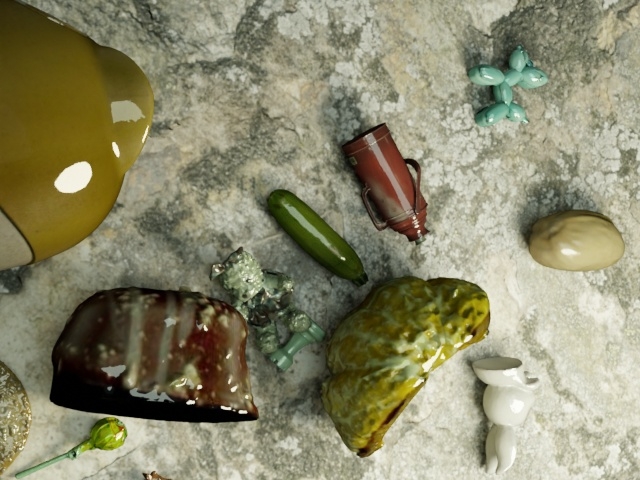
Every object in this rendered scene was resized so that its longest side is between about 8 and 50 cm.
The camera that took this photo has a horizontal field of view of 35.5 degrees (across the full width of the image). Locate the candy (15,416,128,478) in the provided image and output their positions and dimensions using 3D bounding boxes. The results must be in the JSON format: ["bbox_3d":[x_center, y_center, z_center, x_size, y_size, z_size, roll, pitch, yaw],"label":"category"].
[{"bbox_3d":[-0.414,0.351,1.660,0.194,0.058,0.062,-24,130,-11],"label":"candy"}]

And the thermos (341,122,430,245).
[{"bbox_3d":[0.130,-0.093,1.847,0.124,0.099,0.232,-32,100,-23],"label":"thermos"}]

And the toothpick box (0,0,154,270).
[{"bbox_3d":[-0.490,-0.157,1.445,0.425,0.409,0.409,-7,92,-28],"label":"toothpick box"}]

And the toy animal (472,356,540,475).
[{"bbox_3d":[0.366,0.340,1.931,0.131,0.104,0.221,-6,92,-22],"label":"toy animal"}]

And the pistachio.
[{"bbox_3d":[0.513,0.003,1.990,0.226,0.136,0.136,4,88,-29],"label":"pistachio"}]

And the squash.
[{"bbox_3d":[0.000,0.000,1.812,0.252,0.066,0.066,42,75,-15],"label":"squash"}]

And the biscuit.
[{"bbox_3d":[-0.573,0.287,1.601,0.220,0.033,0.220,1,87,-21],"label":"biscuit"}]

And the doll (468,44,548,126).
[{"bbox_3d":[0.371,-0.306,1.967,0.158,0.059,0.159,-4,89,-20],"label":"doll"}]

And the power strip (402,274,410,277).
[{"bbox_3d":[0.144,0.102,1.894,0.090,0.016,0.040,-34,101,-19],"label":"power strip"}]

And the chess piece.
[{"bbox_3d":[-0.045,0.185,1.797,0.067,0.067,0.103,44,84,-15],"label":"chess piece"}]

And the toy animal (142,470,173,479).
[{"bbox_3d":[-0.317,0.530,1.681,0.224,0.066,0.229,-24,93,-20],"label":"toy animal"}]

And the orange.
[{"bbox_3d":[0.137,0.188,1.762,0.369,0.271,0.210,-41,86,-15],"label":"orange"}]

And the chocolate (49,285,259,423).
[{"bbox_3d":[-0.263,0.178,1.632,0.340,0.225,0.210,10,73,-21],"label":"chocolate"}]

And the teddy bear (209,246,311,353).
[{"bbox_3d":[-0.108,0.085,1.743,0.133,0.111,0.213,-30,116,15],"label":"teddy bear"}]
